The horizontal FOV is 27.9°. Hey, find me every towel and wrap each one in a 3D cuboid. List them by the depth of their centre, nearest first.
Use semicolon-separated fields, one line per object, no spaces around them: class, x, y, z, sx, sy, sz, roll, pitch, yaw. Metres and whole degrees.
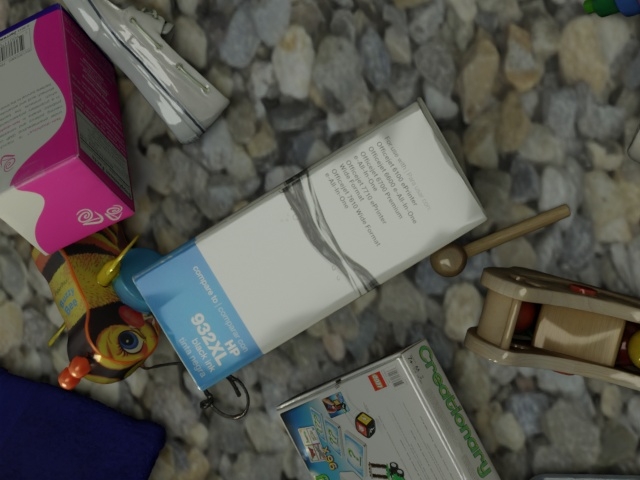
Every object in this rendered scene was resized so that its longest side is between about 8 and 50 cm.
towel;-0.341;0.251;1.369;0.308;0.076;0.227;17;56;8

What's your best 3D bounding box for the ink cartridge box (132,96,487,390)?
ink cartridge box;0.000;0.000;1.244;0.307;0.223;0.129;-31;90;7

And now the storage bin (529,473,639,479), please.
storage bin;0.276;0.293;1.298;0.135;0.098;0.091;-1;122;11

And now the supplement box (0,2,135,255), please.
supplement box;-0.273;-0.114;1.309;0.111;0.114;0.220;-24;51;13

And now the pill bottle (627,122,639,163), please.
pill bottle;0.410;-0.087;1.219;0.208;0.117;0.117;26;99;9

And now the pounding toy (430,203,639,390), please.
pounding toy;0.233;0.047;1.248;0.270;0.154;0.154;15;98;10

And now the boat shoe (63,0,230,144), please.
boat shoe;-0.186;-0.208;1.362;0.076;0.083;0.226;-40;97;0

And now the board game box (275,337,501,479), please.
board game box;0.097;0.269;1.304;0.193;0.053;0.305;-28;88;42

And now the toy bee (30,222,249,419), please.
toy bee;-0.217;0.073;1.323;0.298;0.162;0.195;37;128;23

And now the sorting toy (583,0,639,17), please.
sorting toy;0.257;-0.384;1.253;0.126;0.127;0.365;-12;95;42
